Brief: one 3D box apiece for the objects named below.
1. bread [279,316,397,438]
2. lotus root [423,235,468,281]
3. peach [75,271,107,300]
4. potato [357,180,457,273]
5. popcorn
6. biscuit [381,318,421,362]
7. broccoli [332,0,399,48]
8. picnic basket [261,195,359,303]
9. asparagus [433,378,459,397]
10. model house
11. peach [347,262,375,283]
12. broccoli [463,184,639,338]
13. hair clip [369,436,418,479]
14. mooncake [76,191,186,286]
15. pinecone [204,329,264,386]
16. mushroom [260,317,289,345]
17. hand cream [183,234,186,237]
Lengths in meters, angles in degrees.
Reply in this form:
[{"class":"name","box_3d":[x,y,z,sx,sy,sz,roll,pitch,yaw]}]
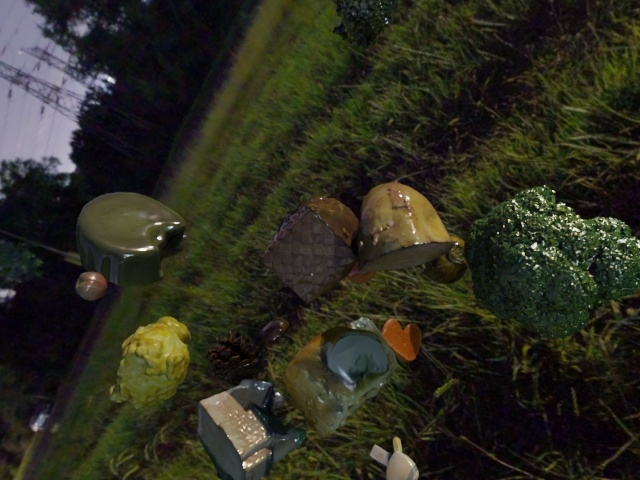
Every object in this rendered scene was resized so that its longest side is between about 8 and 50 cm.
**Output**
[{"class":"bread","box_3d":[0.099,0.392,1.324,0.239,0.395,0.264,49,136,22]},{"class":"lotus root","box_3d":[0.558,0.092,1.859,0.397,0.179,0.196,71,-138,-76]},{"class":"peach","box_3d":[-0.637,0.127,1.175,0.083,0.083,0.083,-41,37,40]},{"class":"potato","box_3d":[0.209,-0.055,1.191,0.288,0.300,0.238,-36,63,53]},{"class":"popcorn","box_3d":[-0.526,0.385,1.313,0.250,0.235,0.241,-53,-11,11]},{"class":"biscuit","box_3d":[0.336,0.399,1.752,0.036,0.192,0.186,-37,18,47]},{"class":"broccoli","box_3d":[0.165,-0.832,1.404,0.272,0.323,0.335,30,103,52]},{"class":"picnic basket","box_3d":[0.000,0.000,1.440,0.337,0.293,0.337,-45,4,4]},{"class":"asparagus","box_3d":[0.441,0.510,1.469,0.024,0.248,0.025,-30,70,28]},{"class":"model house","box_3d":[-0.220,0.629,1.398,0.298,0.284,0.244,35,132,37]},{"class":"peach","box_3d":[0.189,0.118,2.033,0.184,0.184,0.184,-41,37,40]},{"class":"broccoli","box_3d":[0.537,0.049,1.046,0.413,0.321,0.310,-39,11,48]},{"class":"hair clip","box_3d":[0.278,0.824,1.571,0.218,0.071,0.159,0,62,56]},{"class":"mooncake","box_3d":[-0.647,-0.004,1.433,0.351,0.351,0.187,-100,28,-47]},{"class":"pinecone","box_3d":[-0.335,0.456,1.638,0.202,0.229,0.201,-31,54,-19]},{"class":"mushroom","box_3d":[-0.173,0.352,1.612,0.127,0.087,0.127,-36,12,9]},{"class":"hand cream","box_3d":[-0.666,-0.008,1.957,0.030,0.093,0.019,8,113,60]}]
